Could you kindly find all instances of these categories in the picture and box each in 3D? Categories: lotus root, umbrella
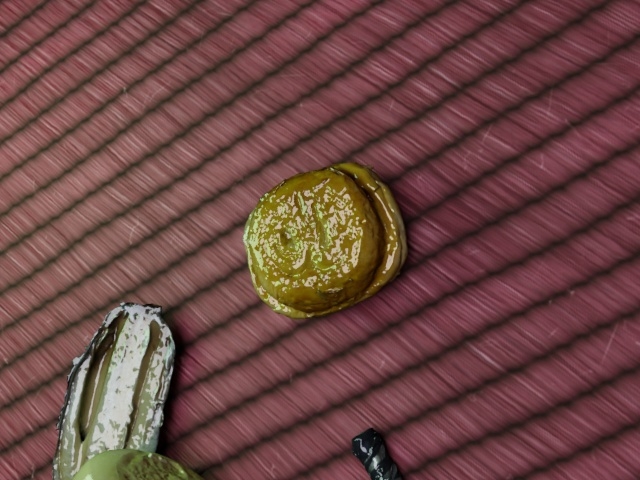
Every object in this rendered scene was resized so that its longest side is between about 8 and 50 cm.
[{"bbox_3d":[-0.311,0.252,1.289,0.167,0.078,0.329,17,89,2],"label":"lotus root"},{"bbox_3d":[0.101,0.339,1.107,0.188,0.046,0.050,61,150,18],"label":"umbrella"}]

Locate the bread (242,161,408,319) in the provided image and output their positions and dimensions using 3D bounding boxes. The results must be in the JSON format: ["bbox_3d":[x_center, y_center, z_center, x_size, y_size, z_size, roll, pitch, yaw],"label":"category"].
[{"bbox_3d":[0.001,0.003,1.154,0.236,0.120,0.198,-24,77,20],"label":"bread"}]

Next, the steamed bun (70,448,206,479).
[{"bbox_3d":[-0.264,0.420,1.171,0.273,0.166,0.232,26,103,-16],"label":"steamed bun"}]
